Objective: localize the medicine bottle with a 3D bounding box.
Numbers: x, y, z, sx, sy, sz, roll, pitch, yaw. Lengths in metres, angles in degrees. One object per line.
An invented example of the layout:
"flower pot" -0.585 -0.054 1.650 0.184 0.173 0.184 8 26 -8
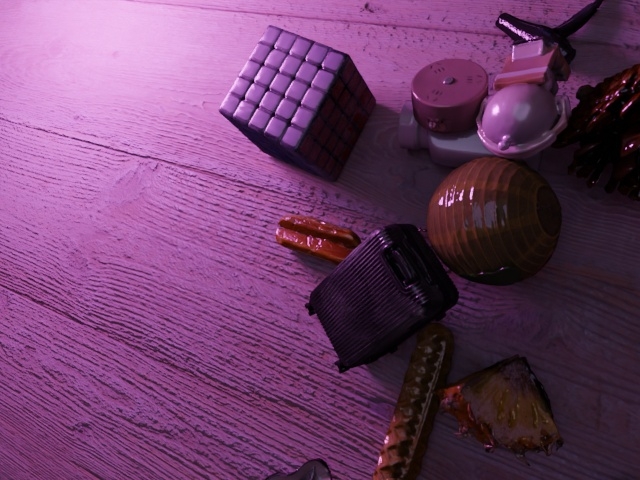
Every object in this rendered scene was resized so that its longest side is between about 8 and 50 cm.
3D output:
"medicine bottle" 0.321 -0.233 1.052 0.296 0.111 0.161 10 67 21

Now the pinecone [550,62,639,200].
"pinecone" 0.570 -0.191 0.883 0.264 0.264 0.264 -5 77 20

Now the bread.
"bread" 0.190 0.343 0.991 0.077 0.084 0.367 13 82 45

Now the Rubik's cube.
"Rubik's cube" -0.045 -0.307 1.141 0.237 0.237 0.238 29 89 25

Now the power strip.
"power strip" 0.258 -0.290 0.992 0.154 0.078 0.154 -7 53 9

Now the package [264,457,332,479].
"package" -0.013 0.583 1.042 0.166 0.040 0.232 -34 77 14

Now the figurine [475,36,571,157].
"figurine" 0.374 -0.243 0.905 0.163 0.141 0.236 3 62 37

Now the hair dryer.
"hair dryer" 0.521 -0.480 1.068 0.219 0.075 0.195 -36 59 -1

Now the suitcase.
"suitcase" 0.111 0.118 0.991 0.312 0.128 0.202 -49 61 39

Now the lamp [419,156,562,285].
"lamp" 0.305 -0.029 0.949 0.284 0.250 0.250 -12 72 47

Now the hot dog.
"hot dog" 0.000 0.000 1.149 0.236 0.062 0.092 21 86 26

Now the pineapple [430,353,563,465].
"pineapple" 0.335 0.301 0.918 0.236 0.114 0.186 23 71 -6
